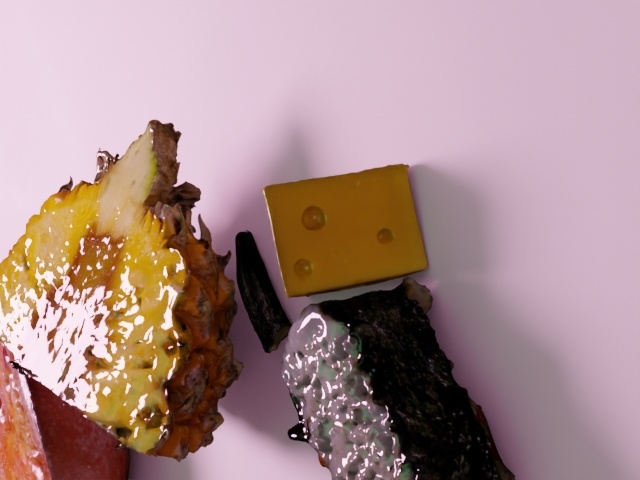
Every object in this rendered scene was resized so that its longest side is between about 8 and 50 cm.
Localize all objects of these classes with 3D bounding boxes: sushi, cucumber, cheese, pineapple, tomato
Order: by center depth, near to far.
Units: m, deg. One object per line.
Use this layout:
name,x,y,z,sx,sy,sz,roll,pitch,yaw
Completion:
sushi,0.053,0.145,0.942,0.147,0.115,0.212,-59,47,36
cheese,0.000,0.000,1.045,0.171,0.126,0.093,160,99,-73
cucumber,-0.062,0.049,1.169,0.135,0.034,0.033,62,143,32
pineapple,-0.148,0.041,1.207,0.344,0.209,0.286,25,91,41
tomato,-0.320,0.234,1.457,0.338,0.143,0.339,16,109,57
